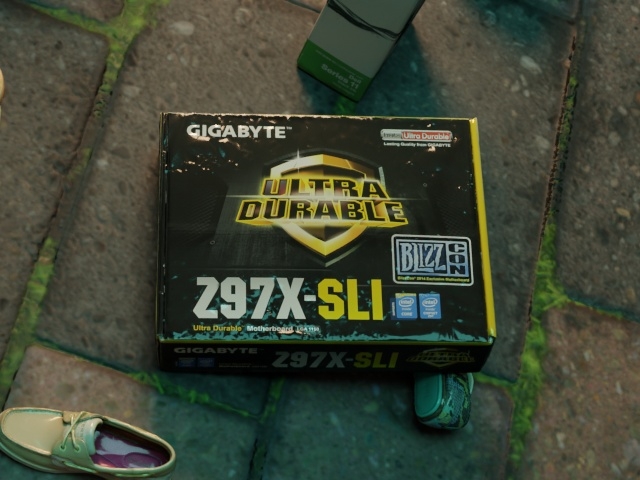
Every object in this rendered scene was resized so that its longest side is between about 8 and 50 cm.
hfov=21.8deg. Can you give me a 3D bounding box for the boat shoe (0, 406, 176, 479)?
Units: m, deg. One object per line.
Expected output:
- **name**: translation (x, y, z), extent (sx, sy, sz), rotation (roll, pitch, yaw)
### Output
- **boat shoe**: translation (-0.209, 0.179, 1.501), extent (0.170, 0.059, 0.063), rotation (15, 58, -11)

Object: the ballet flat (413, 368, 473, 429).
- **ballet flat**: translation (0.124, 0.106, 1.671), extent (0.070, 0.070, 0.188), rotation (11, 60, -13)

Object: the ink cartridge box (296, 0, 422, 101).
- **ink cartridge box**: translation (0.070, -0.271, 1.770), extent (0.087, 0.208, 0.153), rotation (33, 56, 0)

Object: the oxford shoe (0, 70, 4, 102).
- **oxford shoe**: translation (-0.472, -0.159, 1.557), extent (0.363, 0.133, 0.130), rotation (-4, 62, -22)

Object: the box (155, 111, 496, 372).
- **box**: translation (0.000, 0.000, 1.633), extent (0.322, 0.079, 0.257), rotation (1, 62, -5)
